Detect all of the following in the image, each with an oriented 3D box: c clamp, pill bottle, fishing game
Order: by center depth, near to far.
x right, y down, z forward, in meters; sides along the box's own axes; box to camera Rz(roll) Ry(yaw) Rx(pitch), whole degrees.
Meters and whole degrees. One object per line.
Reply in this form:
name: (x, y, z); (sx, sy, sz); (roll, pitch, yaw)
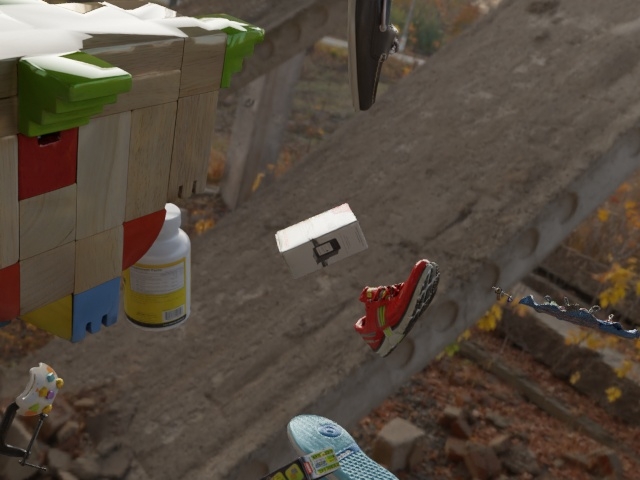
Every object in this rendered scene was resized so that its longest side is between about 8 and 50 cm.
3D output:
pill bottle: (-0.250, 0.038, 1.098); (0.103, 0.184, 0.103); (4, 28, -2)
fishing game: (0.401, 0.112, 1.120); (0.264, 0.041, 0.189); (17, -4, 17)
c clamp: (-0.705, 0.464, 1.730); (0.137, 0.161, 0.022); (17, 0, -20)

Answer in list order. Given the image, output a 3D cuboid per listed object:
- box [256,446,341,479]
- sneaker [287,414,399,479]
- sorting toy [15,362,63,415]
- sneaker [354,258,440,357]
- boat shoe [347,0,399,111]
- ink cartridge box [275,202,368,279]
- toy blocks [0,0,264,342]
box: (-0.081, 0.374, 1.072); (0.114, 0.207, 0.036); (15, 45, -64)
sneaker: (0.028, 0.512, 1.455); (0.127, 0.208, 0.319); (-8, 29, -38)
sorting toy: (-0.433, 0.226, 1.092); (0.044, 0.083, 0.075); (16, -19, 11)
sneaker: (0.133, 0.123, 1.383); (0.118, 0.279, 0.107); (38, 48, 12)
boat shoe: (0.085, -0.349, 1.029); (0.095, 0.335, 0.112); (-1, 23, 1)
ink cartridge box: (0.000, 0.000, 1.336); (0.150, 0.063, 0.109); (-23, 22, 1)
toy blocks: (-0.217, -0.032, 0.546); (0.190, 0.261, 0.381); (28, 32, 25)
